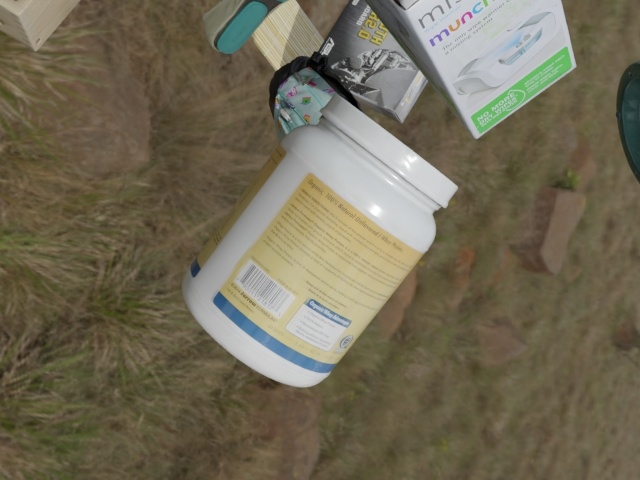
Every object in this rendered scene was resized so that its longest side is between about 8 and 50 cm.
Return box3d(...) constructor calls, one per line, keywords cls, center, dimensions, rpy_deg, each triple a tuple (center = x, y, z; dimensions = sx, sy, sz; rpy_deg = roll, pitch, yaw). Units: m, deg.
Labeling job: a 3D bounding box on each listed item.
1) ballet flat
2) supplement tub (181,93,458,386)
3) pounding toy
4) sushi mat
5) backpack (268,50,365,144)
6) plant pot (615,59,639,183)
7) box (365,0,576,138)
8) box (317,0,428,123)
box3d(cls="ballet flat", center=(-0.093, -0.399, 1.241), dimensions=(0.086, 0.248, 0.086), rpy_deg=(43, 26, -27))
box3d(cls="supplement tub", center=(0.000, 0.000, 0.628), dimensions=(0.200, 0.144, 0.144), rpy_deg=(-52, 152, 9))
box3d(cls="pounding toy", center=(-0.310, -0.284, 0.797), dimensions=(0.130, 0.141, 0.100), rpy_deg=(-57, 177, -17))
box3d(cls="sushi mat", center=(-0.069, -0.382, 1.426), dimensions=(0.316, 0.019, 0.152), rpy_deg=(49, 49, -34))
box3d(cls="backpack", center=(0.010, -0.127, 0.991), dimensions=(0.115, 0.182, 0.152), rpy_deg=(-34, 143, 2))
box3d(cls="plant pot", center=(0.485, -0.153, 0.950), dimensions=(0.293, 0.196, 0.293), rpy_deg=(166, -90, -89))
box3d(cls="box", center=(0.089, -0.259, 0.712), dimensions=(0.126, 0.262, 0.231), rpy_deg=(-36, 150, 9))
box3d(cls="box", center=(0.114, -0.334, 1.308), dimensions=(0.231, 0.183, 0.056), rpy_deg=(-58, 155, -2))
